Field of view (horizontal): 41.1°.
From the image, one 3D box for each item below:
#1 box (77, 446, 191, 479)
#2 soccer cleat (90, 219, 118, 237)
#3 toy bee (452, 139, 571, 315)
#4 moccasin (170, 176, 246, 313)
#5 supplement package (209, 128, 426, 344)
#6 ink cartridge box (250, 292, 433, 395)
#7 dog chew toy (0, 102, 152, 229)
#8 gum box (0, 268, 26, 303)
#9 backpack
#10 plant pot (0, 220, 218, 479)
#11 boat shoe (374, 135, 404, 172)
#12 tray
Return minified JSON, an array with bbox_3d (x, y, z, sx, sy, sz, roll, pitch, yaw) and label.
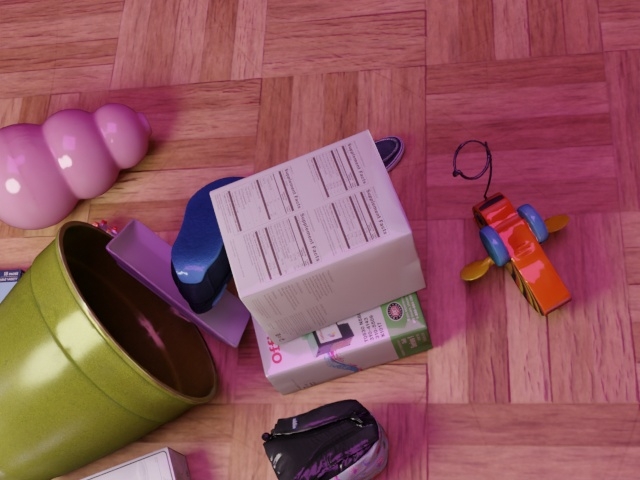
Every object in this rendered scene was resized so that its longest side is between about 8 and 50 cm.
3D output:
[{"bbox_3d":[-0.347,0.470,1.387,0.289,0.087,0.169,-20,64,3],"label":"box"},{"bbox_3d":[-0.365,0.034,1.602,0.196,0.068,0.076,31,107,15],"label":"soccer cleat"},{"bbox_3d":[0.322,-0.021,1.442,0.195,0.162,0.298,-9,90,0],"label":"toy bee"},{"bbox_3d":[-0.190,0.000,1.499,0.137,0.117,0.342,5,32,15],"label":"moccasin"},{"bbox_3d":[0.000,0.000,1.324,0.262,0.199,0.198,-21,61,2],"label":"supplement package"},{"bbox_3d":[0.026,0.118,1.444,0.278,0.117,0.201,-18,64,4],"label":"ink cartridge box"},{"bbox_3d":[-0.482,-0.158,1.638,0.331,0.207,0.207,-26,64,-8],"label":"dog chew toy"},{"bbox_3d":[-0.643,0.150,1.618,0.156,0.041,0.184,-4,67,11],"label":"gum box"},{"bbox_3d":[0.016,0.335,1.349,0.182,0.115,0.152,-30,54,-3],"label":"backpack"},{"bbox_3d":[-0.421,0.218,1.396,0.353,0.366,0.366,-38,64,7],"label":"plant pot"},{"bbox_3d":[0.072,-0.148,1.569,0.183,0.083,0.065,-32,64,-3],"label":"boat shoe"},{"bbox_3d":[-0.241,0.077,1.458,0.270,0.145,0.030,39,112,-8],"label":"tray"}]
